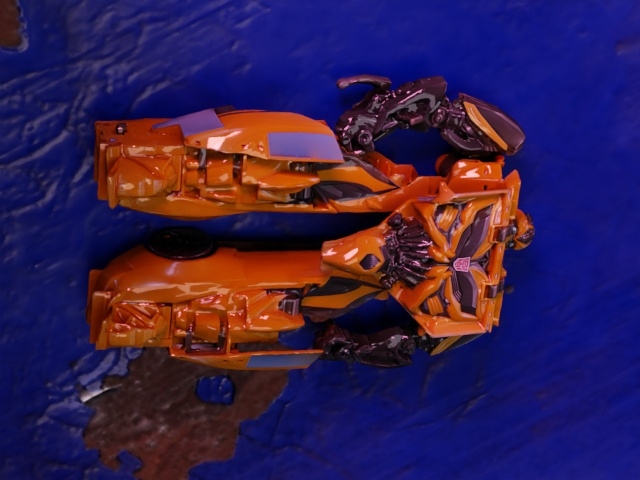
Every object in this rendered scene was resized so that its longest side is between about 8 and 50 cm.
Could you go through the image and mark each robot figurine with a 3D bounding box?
[{"bbox_3d":[0.000,0.000,1.225,0.291,0.085,0.211,0,117,-12],"label":"robot figurine"}]
